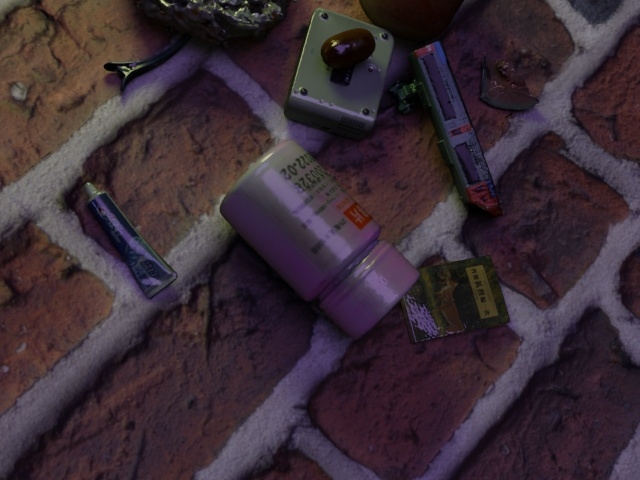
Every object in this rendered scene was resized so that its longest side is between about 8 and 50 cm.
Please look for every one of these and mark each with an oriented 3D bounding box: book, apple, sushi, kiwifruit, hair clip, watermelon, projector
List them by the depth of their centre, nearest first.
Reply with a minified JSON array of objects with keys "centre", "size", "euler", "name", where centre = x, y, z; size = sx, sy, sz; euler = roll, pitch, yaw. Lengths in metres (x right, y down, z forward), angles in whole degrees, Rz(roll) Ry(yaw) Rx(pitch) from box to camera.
[{"centre":[0.060,-0.410,1.764],"size":[0.124,0.075,0.075],"euler":[-26,81,-13],"name":"kiwifruit"},{"centre":[0.287,0.126,1.799],"size":[0.228,0.024,0.160],"euler":[-10,74,-14],"name":"book"},{"centre":[-0.357,-0.405,1.811],"size":[0.229,0.039,0.070],"euler":[-35,85,-23],"name":"hair clip"},{"centre":[-0.233,-0.601,1.818],"size":[0.418,0.176,0.417],"euler":[6,67,-15],"name":"sushi"},{"centre":[0.045,-0.371,1.844],"size":[0.198,0.108,0.250],"euler":[18,71,-8],"name":"projector"},{"centre":[0.215,-0.583,1.865],"size":[0.234,0.257,0.257],"euler":[36,70,-1],"name":"apple"},{"centre":[0.440,-0.357,1.950],"size":[0.155,0.080,0.101],"euler":[34,79,-18],"name":"watermelon"}]

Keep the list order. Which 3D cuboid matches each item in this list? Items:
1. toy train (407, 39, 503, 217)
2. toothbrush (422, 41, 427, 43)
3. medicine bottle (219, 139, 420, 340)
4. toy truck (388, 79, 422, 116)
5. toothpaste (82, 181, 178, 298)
[{"centre":[0.297,-0.233,1.832],"size":[0.089,0.086,0.409],"euler":[-20,94,0],"name":"toy train"},{"centre":[0.294,-0.559,1.998],"size":[0.019,0.016,0.219],"euler":[30,71,-1],"name":"toothbrush"},{"centre":[0.000,0.000,1.671],"size":[0.388,0.219,0.219],"euler":[45,71,4],"name":"medicine bottle"},{"centre":[0.240,-0.351,1.896],"size":[0.154,0.078,0.080],"euler":[-21,78,-16],"name":"toy truck"},{"centre":[-0.398,-0.008,1.682],"size":[0.069,0.047,0.268],"euler":[-36,88,-32],"name":"toothpaste"}]
